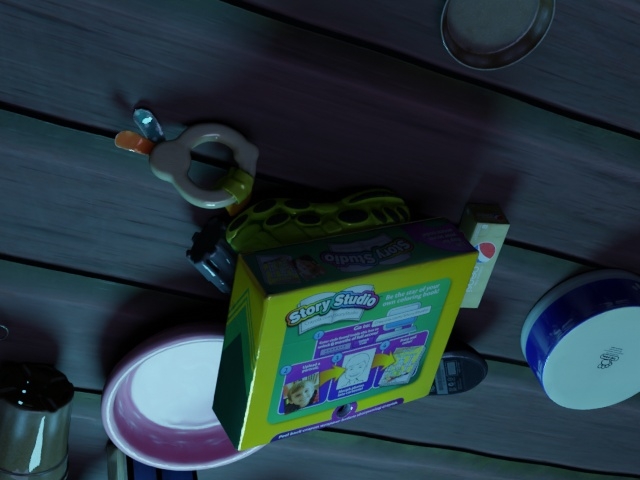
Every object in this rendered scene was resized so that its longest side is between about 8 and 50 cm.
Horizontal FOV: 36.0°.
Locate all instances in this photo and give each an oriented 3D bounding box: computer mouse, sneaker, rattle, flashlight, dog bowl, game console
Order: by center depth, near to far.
[{"bbox_3d":[-0.193,-0.112,1.434,0.199,0.143,0.130,11,93,-4],"label":"rattle"},{"bbox_3d":[0.000,0.000,1.507,0.295,0.109,0.124,-6,135,-23],"label":"sneaker"},{"bbox_3d":[-0.087,0.082,1.577,0.103,0.103,0.304,-47,123,-8],"label":"flashlight"},{"bbox_3d":[-0.285,0.419,1.767,0.107,0.122,0.071,32,113,-33],"label":"game console"},{"bbox_3d":[0.162,0.220,1.773,0.272,0.072,0.189,-4,131,4],"label":"computer mouse"},{"bbox_3d":[0.510,0.185,1.809,0.264,0.104,0.265,-7,129,-9],"label":"dog bowl"}]

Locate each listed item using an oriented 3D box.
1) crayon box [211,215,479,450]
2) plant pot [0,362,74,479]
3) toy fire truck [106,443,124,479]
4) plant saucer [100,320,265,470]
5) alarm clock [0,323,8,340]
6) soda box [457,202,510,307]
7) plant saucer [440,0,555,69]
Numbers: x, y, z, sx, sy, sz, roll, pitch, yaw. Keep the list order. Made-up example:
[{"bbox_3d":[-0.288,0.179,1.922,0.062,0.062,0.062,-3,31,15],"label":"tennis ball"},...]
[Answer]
[{"bbox_3d":[0.033,0.138,1.503,0.362,0.106,0.313,-10,131,-29],"label":"crayon box"},{"bbox_3d":[-0.481,0.301,1.608,0.167,0.167,0.165,8,117,-21],"label":"plant pot"},{"bbox_3d":[-0.434,0.494,1.773,0.246,0.217,0.158,-52,136,-28],"label":"toy fire truck"},{"bbox_3d":[-0.208,0.256,1.686,0.332,0.084,0.332,-7,129,-9],"label":"plant saucer"},{"bbox_3d":[-0.576,0.133,1.506,0.192,0.064,0.129,8,125,-24],"label":"alarm clock"},{"bbox_3d":[0.253,0.027,1.646,0.061,0.058,0.181,2,126,-17],"label":"soda box"},{"bbox_3d":[0.246,-0.321,1.387,0.168,0.029,0.168,-8,128,-10],"label":"plant saucer"}]
